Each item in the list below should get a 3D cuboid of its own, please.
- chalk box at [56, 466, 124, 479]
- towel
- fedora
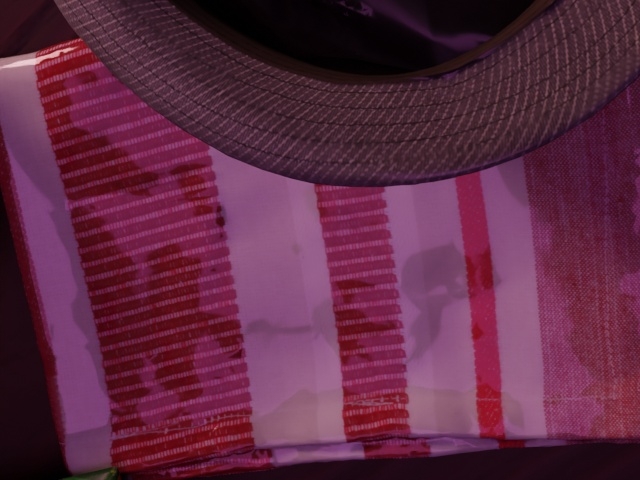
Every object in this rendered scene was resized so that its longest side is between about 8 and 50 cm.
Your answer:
[{"bbox_3d":[-0.187,0.227,0.505,0.213,0.132,0.132,-16,117,12],"label":"chalk box"},{"bbox_3d":[0.000,0.000,0.486,0.328,0.037,0.237,-7,101,12],"label":"towel"},{"bbox_3d":[0.020,-0.140,0.387,0.275,0.124,0.244,37,90,14],"label":"fedora"}]
